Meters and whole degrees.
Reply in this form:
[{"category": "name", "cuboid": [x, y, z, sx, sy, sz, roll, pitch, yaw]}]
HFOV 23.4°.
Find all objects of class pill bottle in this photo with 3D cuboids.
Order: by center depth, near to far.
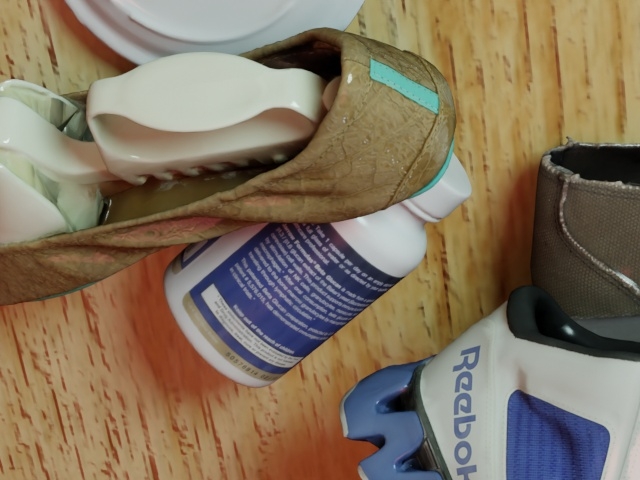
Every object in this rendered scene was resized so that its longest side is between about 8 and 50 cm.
[{"category": "pill bottle", "cuboid": [0.000, 0.000, 0.873, 0.169, 0.094, 0.094, -40, 106, 20]}]

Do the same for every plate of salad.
[{"category": "plate of salad", "cuboid": [-0.060, -0.180, 0.823, 0.199, 0.048, 0.200, 6, 115, 14]}]

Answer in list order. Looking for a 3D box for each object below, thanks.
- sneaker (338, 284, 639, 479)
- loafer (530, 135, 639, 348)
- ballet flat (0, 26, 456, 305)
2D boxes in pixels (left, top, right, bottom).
[{"category": "sneaker", "cuboid": [0.153, 0.143, 0.757, 0.182, 0.127, 0.315, -46, 63, 24]}, {"category": "loafer", "cuboid": [0.278, -0.032, 0.814, 0.366, 0.134, 0.130, -15, 109, 12]}, {"category": "ballet flat", "cuboid": [-0.100, -0.045, 0.810, 0.342, 0.116, 0.124, -9, 156, 27]}]
